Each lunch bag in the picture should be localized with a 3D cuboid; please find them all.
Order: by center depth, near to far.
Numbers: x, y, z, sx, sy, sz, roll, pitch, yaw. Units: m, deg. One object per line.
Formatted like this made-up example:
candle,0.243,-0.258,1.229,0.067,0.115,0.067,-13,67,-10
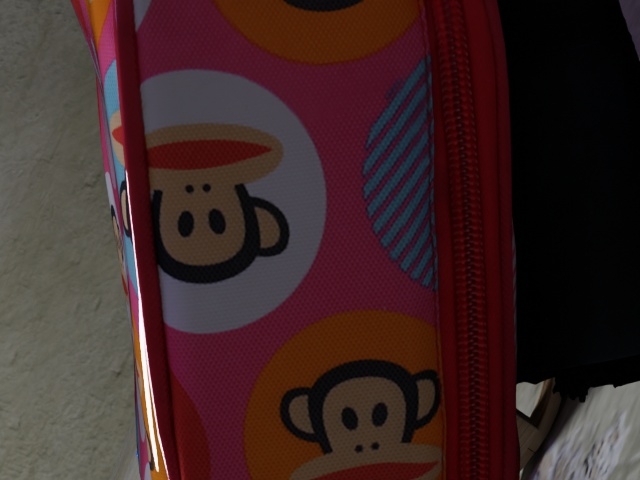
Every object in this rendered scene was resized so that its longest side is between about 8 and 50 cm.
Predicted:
lunch bag,-0.018,0.006,0.575,0.293,0.120,0.258,-124,30,-75

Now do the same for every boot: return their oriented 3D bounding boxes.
boot,0.073,-0.050,0.677,0.246,0.094,0.207,-134,33,-85

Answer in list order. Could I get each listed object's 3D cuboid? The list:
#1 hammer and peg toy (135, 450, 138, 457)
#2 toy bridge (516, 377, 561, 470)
hammer and peg toy,-0.083,0.218,1.120,0.266,0.127,0.361,-63,8,4
toy bridge,0.068,0.070,0.764,0.188,0.063,0.026,-54,8,4
